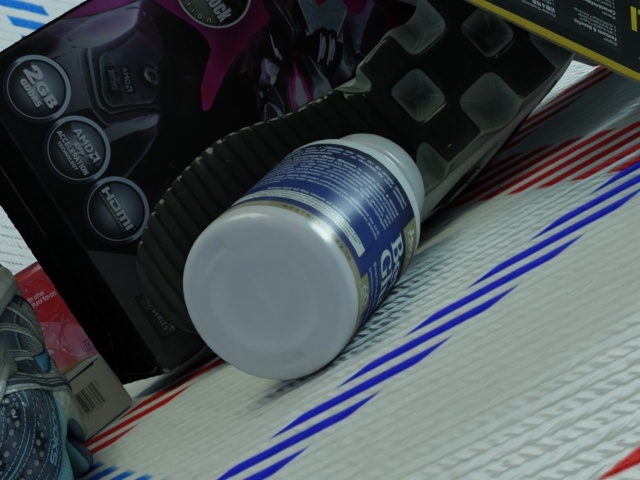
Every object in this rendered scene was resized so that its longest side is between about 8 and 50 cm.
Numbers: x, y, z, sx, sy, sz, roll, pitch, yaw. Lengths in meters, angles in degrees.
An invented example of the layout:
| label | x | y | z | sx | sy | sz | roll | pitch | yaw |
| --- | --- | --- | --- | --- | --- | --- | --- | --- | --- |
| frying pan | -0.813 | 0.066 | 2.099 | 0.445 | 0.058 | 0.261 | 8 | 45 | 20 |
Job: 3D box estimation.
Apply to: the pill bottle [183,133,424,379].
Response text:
| label | x | y | z | sx | sy | sz | roll | pitch | yaw |
| --- | --- | --- | --- | --- | --- | --- | --- | --- | --- |
| pill bottle | 0.000 | 0.000 | 0.984 | 0.094 | 0.094 | 0.169 | -30 | 9 | 29 |

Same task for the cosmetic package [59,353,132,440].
| label | x | y | z | sx | sy | sz | roll | pitch | yaw |
| --- | --- | --- | --- | --- | --- | --- | --- | --- | --- |
| cosmetic package | -0.180 | 0.116 | 1.217 | 0.060 | 0.041 | 0.115 | -39 | 9 | -33 |

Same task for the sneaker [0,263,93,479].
| label | x | y | z | sx | sy | sz | roll | pitch | yaw |
| --- | --- | --- | --- | --- | --- | --- | --- | --- | --- |
| sneaker | -0.198 | 0.102 | 1.083 | 0.110 | 0.122 | 0.283 | -42 | 11 | 2 |

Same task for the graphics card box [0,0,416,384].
| label | x | y | z | sx | sy | sz | roll | pitch | yaw |
| --- | --- | --- | --- | --- | --- | --- | --- | --- | --- |
| graphics card box | -0.047 | -0.097 | 1.247 | 0.371 | 0.233 | 0.094 | -35 | 8 | -27 |

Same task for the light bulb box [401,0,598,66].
| label | x | y | z | sx | sy | sz | roll | pitch | yaw |
| --- | --- | --- | --- | --- | --- | --- | --- | --- | --- |
| light bulb box | 0.109 | -0.354 | 1.198 | 0.225 | 0.361 | 0.358 | 149 | 134 | -63 |

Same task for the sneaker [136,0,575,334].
| label | x | y | z | sx | sy | sz | roll | pitch | yaw |
| --- | --- | --- | --- | --- | --- | --- | --- | --- | --- |
| sneaker | 0.037 | -0.048 | 1.148 | 0.330 | 0.122 | 0.146 | -36 | -12 | 3 |

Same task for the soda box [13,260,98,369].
| label | x | y | z | sx | sy | sz | roll | pitch | yaw |
| --- | --- | --- | --- | --- | --- | --- | --- | --- | --- |
| soda box | -0.278 | 0.089 | 1.607 | 0.263 | 0.092 | 0.083 | -29 | 8 | 36 |

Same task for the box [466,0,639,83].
| label | x | y | z | sx | sy | sz | roll | pitch | yaw |
| --- | --- | --- | --- | --- | --- | --- | --- | --- | --- |
| box | 0.168 | -0.202 | 0.910 | 0.257 | 0.079 | 0.322 | -39 | 50 | -25 |
